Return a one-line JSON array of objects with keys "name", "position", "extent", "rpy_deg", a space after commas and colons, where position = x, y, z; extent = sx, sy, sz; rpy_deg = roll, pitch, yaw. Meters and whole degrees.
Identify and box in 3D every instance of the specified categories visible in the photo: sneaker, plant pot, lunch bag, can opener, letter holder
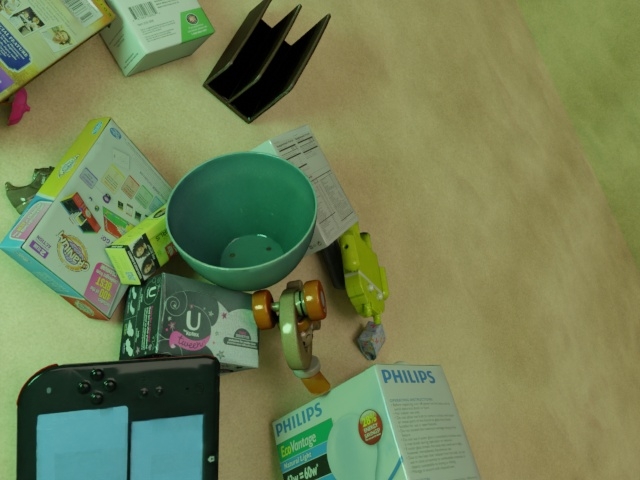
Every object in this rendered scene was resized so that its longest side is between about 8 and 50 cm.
[{"name": "sneaker", "position": [-0.519, -0.121, 1.228], "extent": [0.188, 0.066, 0.071], "rpy_deg": [-39, 98, -41]}, {"name": "plant pot", "position": [-0.149, -0.010, 1.277], "extent": [0.291, 0.195, 0.290], "rpy_deg": [-1, 55, 1]}, {"name": "lunch bag", "position": [0.137, 0.266, 1.652], "extent": [0.071, 0.053, 0.083], "rpy_deg": [-55, 137, -36]}, {"name": "can opener", "position": [0.000, 0.000, 1.625], "extent": [0.093, 0.074, 0.280], "rpy_deg": [-25, 91, -7]}, {"name": "letter holder", "position": [-0.124, -0.478, 1.565], "extent": [0.152, 0.214, 0.301], "rpy_deg": [38, 56, -24]}]

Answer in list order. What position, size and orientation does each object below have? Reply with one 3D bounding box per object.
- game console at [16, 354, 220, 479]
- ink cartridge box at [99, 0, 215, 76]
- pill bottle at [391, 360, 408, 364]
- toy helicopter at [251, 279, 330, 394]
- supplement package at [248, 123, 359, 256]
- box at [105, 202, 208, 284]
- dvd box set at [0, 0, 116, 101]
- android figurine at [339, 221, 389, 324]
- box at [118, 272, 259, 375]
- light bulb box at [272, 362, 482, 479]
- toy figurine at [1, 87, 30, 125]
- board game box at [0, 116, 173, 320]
[{"name": "game console", "position": [-0.346, 0.400, 1.103], "extent": [0.342, 0.060, 0.386], "rpy_deg": [1, 91, -21]}, {"name": "ink cartridge box", "position": [-0.410, -0.548, 1.414], "extent": [0.211, 0.122, 0.289], "rpy_deg": [-36, 99, -40]}, {"name": "pill bottle", "position": [0.156, 0.379, 1.594], "extent": [0.187, 0.112, 0.111], "rpy_deg": [-19, 89, -42]}, {"name": "toy helicopter", "position": [-0.033, 0.201, 1.398], "extent": [0.355, 0.140, 0.234], "rpy_deg": [-17, 95, -82]}, {"name": "supplement package", "position": [-0.082, -0.097, 1.461], "extent": [0.262, 0.199, 0.198], "rpy_deg": [61, 31, -6]}, {"name": "box", "position": [-0.323, -0.008, 1.273], "extent": [0.232, 0.058, 0.087], "rpy_deg": [-48, 129, -48]}, {"name": "dvd box set", "position": [-0.595, -0.424, 1.104], "extent": [0.307, 0.062, 0.420], "rpy_deg": [50, 42, -23]}, {"name": "android figurine", "position": [0.113, 0.084, 1.625], "extent": [0.248, 0.056, 0.272], "rpy_deg": [45, 31, -51]}, {"name": "box", "position": [-0.256, 0.178, 1.274], "extent": [0.247, 0.142, 0.163], "rpy_deg": [19, 61, -41]}, {"name": "light bulb box", "position": [0.118, 0.489, 1.305], "extent": [0.225, 0.358, 0.360], "rpy_deg": [12, 51, -41]}, {"name": "toy figurine", "position": [-0.634, -0.269, 1.173], "extent": [0.173, 0.130, 0.159], "rpy_deg": [49, 33, 15]}, {"name": "board game box", "position": [-0.429, -0.042, 1.218], "extent": [0.242, 0.064, 0.316], "rpy_deg": [56, 45, -43]}]
